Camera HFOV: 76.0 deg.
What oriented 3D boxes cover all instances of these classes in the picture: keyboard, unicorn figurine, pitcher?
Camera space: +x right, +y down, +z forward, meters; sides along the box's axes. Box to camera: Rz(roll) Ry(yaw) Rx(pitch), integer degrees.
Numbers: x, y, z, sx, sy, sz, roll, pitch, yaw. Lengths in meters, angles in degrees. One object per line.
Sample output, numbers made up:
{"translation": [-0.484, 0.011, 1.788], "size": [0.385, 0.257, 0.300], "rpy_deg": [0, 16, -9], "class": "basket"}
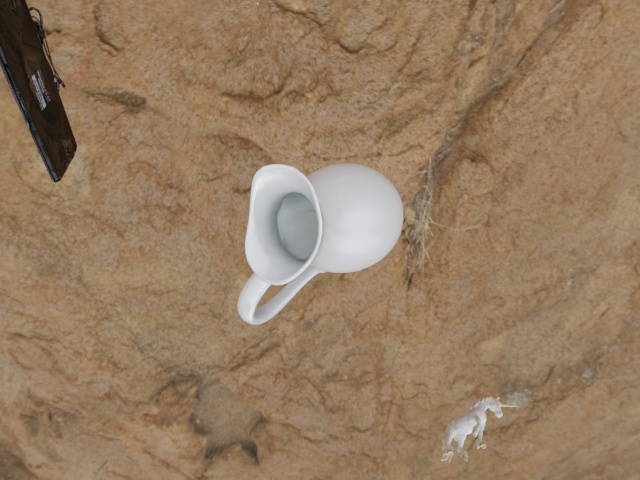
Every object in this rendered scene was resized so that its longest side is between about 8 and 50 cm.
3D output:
{"translation": [-0.307, -0.162, 0.429], "size": [0.038, 0.100, 0.192], "rpy_deg": [1, 134, -8], "class": "keyboard"}
{"translation": [0.297, 0.361, 0.799], "size": [0.162, 0.111, 0.060], "rpy_deg": [-32, 97, 26], "class": "unicorn figurine"}
{"translation": [0.000, 0.000, 0.459], "size": [0.125, 0.207, 0.177], "rpy_deg": [37, 115, 22], "class": "pitcher"}
